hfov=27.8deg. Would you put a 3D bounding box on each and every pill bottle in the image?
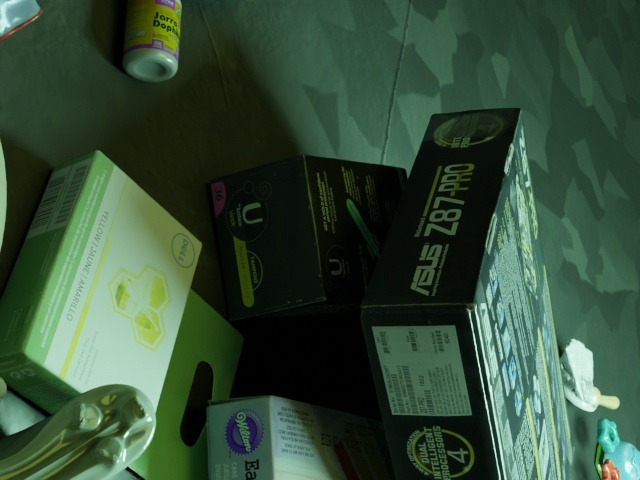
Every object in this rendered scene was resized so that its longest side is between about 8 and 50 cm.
[{"bbox_3d":[-0.132,-0.171,1.022,0.043,0.043,0.083,28,55,-48],"label":"pill bottle"}]

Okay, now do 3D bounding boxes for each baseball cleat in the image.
[{"bbox_3d":[-0.193,0.158,0.782,0.206,0.109,0.072,-22,76,-28],"label":"baseball cleat"}]

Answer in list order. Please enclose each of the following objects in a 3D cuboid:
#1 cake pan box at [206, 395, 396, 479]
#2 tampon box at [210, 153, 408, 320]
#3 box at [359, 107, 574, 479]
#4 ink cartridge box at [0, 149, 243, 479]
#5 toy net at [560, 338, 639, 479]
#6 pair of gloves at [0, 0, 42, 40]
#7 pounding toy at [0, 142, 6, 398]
[{"bbox_3d":[0.010,0.262,1.031,0.267,0.070,0.245,27,58,-55],"label":"cake pan box"},{"bbox_3d":[0.000,0.000,1.098,0.161,0.101,0.120,2,77,-55],"label":"tampon box"},{"bbox_3d":[0.142,0.129,1.105,0.318,0.097,0.394,-63,145,-53],"label":"box"},{"bbox_3d":[-0.124,0.073,0.934,0.235,0.056,0.171,44,44,-36],"label":"ink cartridge box"},{"bbox_3d":[0.325,0.225,1.547,0.232,0.045,0.122,59,38,-21],"label":"toy net"},{"bbox_3d":[-0.192,-0.220,0.863,0.198,0.023,0.159,-39,150,-18],"label":"pair of gloves"},{"bbox_3d":[-0.270,0.011,0.722,0.183,0.110,0.236,-43,141,-61],"label":"pounding toy"}]
